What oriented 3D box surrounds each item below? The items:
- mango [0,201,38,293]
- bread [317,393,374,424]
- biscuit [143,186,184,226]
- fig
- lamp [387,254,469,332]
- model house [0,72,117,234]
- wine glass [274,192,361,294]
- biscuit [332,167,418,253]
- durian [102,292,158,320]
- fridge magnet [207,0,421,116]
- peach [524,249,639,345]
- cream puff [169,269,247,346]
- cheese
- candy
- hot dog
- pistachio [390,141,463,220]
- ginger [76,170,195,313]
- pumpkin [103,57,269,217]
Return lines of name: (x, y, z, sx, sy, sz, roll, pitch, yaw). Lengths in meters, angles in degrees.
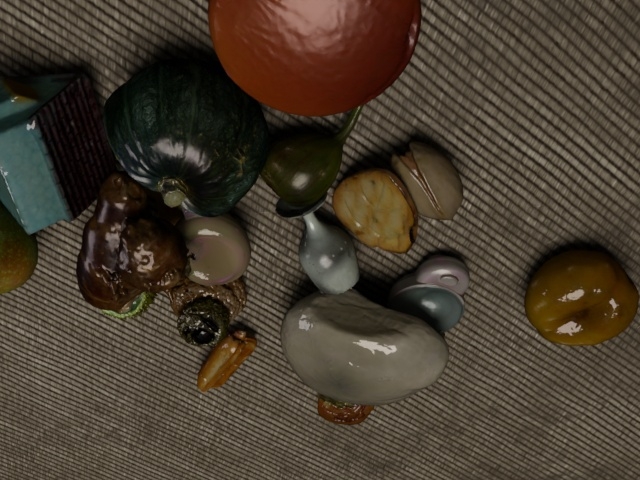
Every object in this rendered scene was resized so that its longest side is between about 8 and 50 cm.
mango: (-0.763, -0.037, 1.695, 0.382, 0.201, 0.225, 43, 143, -18)
bread: (0.071, 0.433, 2.149, 0.156, 0.086, 0.125, -8, 132, 10)
biscuit: (-0.305, -0.110, 1.709, 0.216, 0.047, 0.339, -5, 132, 5)
fig: (0.003, -0.181, 1.605, 0.259, 0.151, 0.151, -39, 123, 4)
lamp: (0.254, 0.139, 1.868, 0.179, 0.108, 0.246, 15, 130, -16)
model house: (-0.527, -0.207, 1.557, 0.249, 0.230, 0.280, -31, 141, -26)
wine glass: (0.000, 0.000, 1.739, 0.126, 0.126, 0.241, -14, 126, 14)
biscuit: (0.119, -0.063, 1.675, 0.203, 0.041, 0.260, 33, 150, 13)
durian: (-0.436, 0.124, 1.905, 0.215, 0.086, 0.100, -38, 105, 24)
fridge magnet: (-0.010, -0.378, 1.385, 0.364, 0.155, 0.363, 1, 131, 1)
peach: (0.582, 0.134, 1.826, 0.251, 0.153, 0.251, 1, 124, 1)
cream puff: (-0.264, 0.162, 1.867, 0.183, 0.169, 0.183, 2, 131, 2)
cheese: (-0.247, -0.024, 1.706, 0.163, 0.082, 0.286, -14, 131, 7)
candy: (0.083, 0.279, 1.909, 0.386, 0.186, 0.427, 21, 151, 0)
hot dog: (-0.241, 0.294, 2.047, 0.102, 0.076, 0.249, -8, 147, -43)
pistachio: (0.215, -0.119, 1.629, 0.124, 0.124, 0.185, -32, 122, 26)
ginger: (-0.395, 0.052, 1.691, 0.254, 0.176, 0.418, 52, 143, 12)
pumpkin: (-0.221, -0.205, 1.474, 0.293, 0.263, 0.197, 25, 131, -34)
